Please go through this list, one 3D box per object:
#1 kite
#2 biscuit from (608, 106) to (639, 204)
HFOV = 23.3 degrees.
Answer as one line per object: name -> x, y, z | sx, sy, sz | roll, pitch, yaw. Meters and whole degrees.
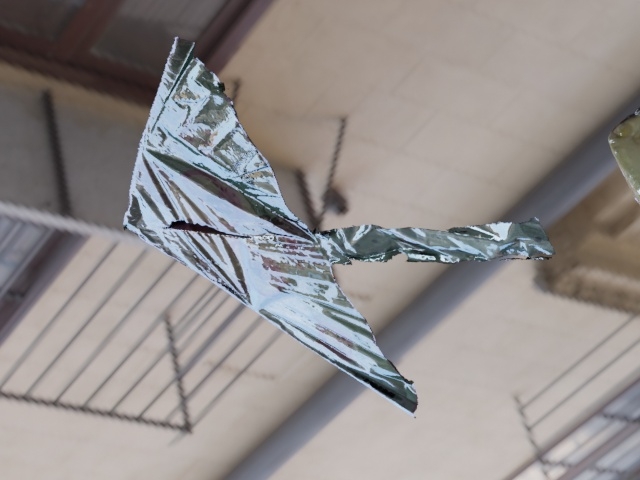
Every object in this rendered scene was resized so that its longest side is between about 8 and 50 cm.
kite -> -0.001, 0.001, 0.665 | 0.012, 0.250, 0.229 | -54, -53, -28
biscuit -> 0.230, 0.002, 0.901 | 0.052, 0.056, 0.188 | 46, -161, -61
